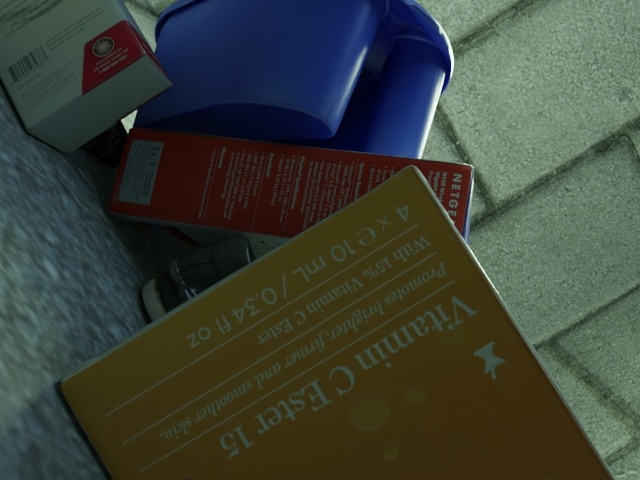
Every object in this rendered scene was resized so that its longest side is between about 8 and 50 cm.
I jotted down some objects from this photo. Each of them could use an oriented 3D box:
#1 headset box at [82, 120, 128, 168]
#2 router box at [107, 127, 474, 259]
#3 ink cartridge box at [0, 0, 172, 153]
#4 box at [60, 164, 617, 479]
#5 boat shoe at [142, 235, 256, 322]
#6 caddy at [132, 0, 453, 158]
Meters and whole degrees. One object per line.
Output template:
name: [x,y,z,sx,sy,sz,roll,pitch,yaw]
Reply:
headset box: [-0.216,-0.113,0.623,0.062,0.032,0.083,59,1,16]
router box: [0.000,0.000,0.686,0.335,0.302,0.082,53,47,-72]
ink cartridge box: [-0.208,-0.166,0.533,0.150,0.109,0.063,59,3,14]
box: [0.051,0.162,0.392,0.345,0.215,0.168,58,3,3]
boat shoe: [-0.023,0.140,0.581,0.335,0.096,0.112,57,3,-27]
caddy: [-0.034,-0.155,0.668,0.342,0.179,0.241,-1,-23,45]
